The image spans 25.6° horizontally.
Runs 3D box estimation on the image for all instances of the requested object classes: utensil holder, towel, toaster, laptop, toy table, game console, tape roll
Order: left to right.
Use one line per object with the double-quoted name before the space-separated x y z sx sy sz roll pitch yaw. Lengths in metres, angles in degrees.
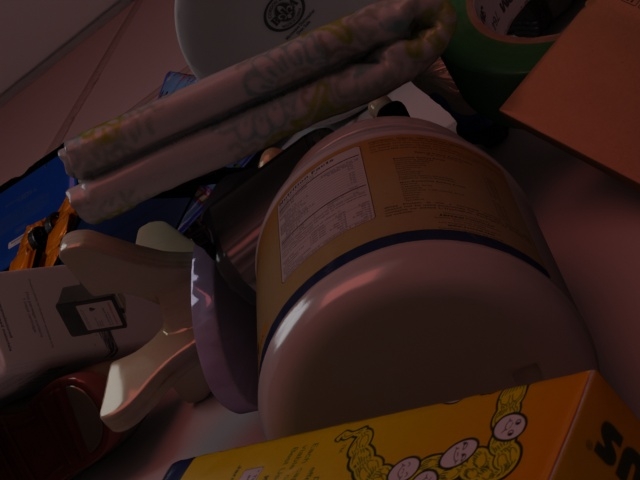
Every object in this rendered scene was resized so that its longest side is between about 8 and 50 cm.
"game console" -0.464 -0.062 2.516 0.293 0.173 0.250 -28 56 36
"laptop" -0.174 -0.013 1.729 0.264 0.136 0.234 -4 1 28
"toy table" -0.124 0.062 1.393 0.161 0.252 0.274 -15 31 22
"towel" -0.066 -0.125 1.337 0.374 0.090 0.320 -25 8 -3
"utensil holder" -0.029 -0.371 1.909 0.327 0.327 0.385 -35 23 21
"toaster" 0.000 0.000 1.271 0.146 0.227 0.129 -39 37 12
"tape roll" 0.263 -0.242 1.353 0.321 0.077 0.321 -22 38 18

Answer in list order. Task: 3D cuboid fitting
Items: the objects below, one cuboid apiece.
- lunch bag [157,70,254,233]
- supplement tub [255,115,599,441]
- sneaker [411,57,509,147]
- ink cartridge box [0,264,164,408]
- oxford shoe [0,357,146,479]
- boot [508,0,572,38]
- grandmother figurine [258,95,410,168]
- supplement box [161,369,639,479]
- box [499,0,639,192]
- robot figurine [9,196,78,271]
"lunch bag" -0.213 -0.081 2.000 0.293 0.138 0.221 -59 20 -3
"supplement tub" 0.066 0.050 1.045 0.228 0.228 0.316 -38 21 13
"sneaker" 0.145 -0.147 1.475 0.058 0.084 0.152 -38 36 -6
"ink cartridge box" -0.332 0.114 1.608 0.198 0.115 0.273 -28 -12 33
"oxford shoe" -0.294 0.220 1.582 0.348 0.123 0.130 -25 0 42
"boot" 0.253 -0.313 1.654 0.161 0.083 0.246 -39 25 -9
"grandmother figurine" 0.044 -0.062 1.506 0.342 0.104 0.208 1 75 58
"supplement box" 0.040 0.231 0.787 0.356 0.194 0.195 -20 31 46
"box" 0.271 -0.124 1.160 0.201 0.021 0.164 34 80 37
"robot figurine" -0.369 0.061 1.957 0.211 0.085 0.291 -35 36 32
